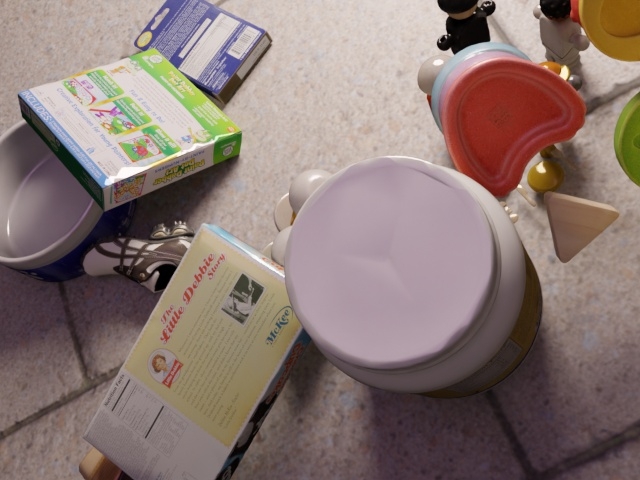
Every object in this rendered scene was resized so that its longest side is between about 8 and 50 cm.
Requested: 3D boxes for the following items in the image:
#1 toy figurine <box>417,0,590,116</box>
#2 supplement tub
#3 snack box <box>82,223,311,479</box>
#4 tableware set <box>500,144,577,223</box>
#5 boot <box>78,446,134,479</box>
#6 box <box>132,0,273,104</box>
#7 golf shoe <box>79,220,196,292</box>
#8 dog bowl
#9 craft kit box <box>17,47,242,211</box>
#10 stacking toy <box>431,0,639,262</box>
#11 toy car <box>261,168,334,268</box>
[{"bbox_3d":[0.244,-0.242,1.081,0.209,0.148,0.213,7,64,24],"label":"toy figurine"},{"bbox_3d":[0.114,0.052,0.905,0.240,0.331,0.241,-5,76,19],"label":"supplement tub"},{"bbox_3d":[-0.144,0.163,1.017,0.187,0.060,0.322,32,96,19],"label":"snack box"},{"bbox_3d":[0.259,-0.077,1.094,0.154,0.024,0.104,-40,57,4],"label":"tableware set"},{"bbox_3d":[-0.186,0.285,1.105,0.206,0.090,0.248,34,83,17],"label":"boot"},{"bbox_3d":[-0.203,-0.333,1.374,0.225,0.036,0.136,33,84,28],"label":"box"},{"bbox_3d":[-0.277,0.037,1.231,0.198,0.077,0.094,-15,65,17],"label":"golf shoe"},{"bbox_3d":[-0.436,-0.070,1.322,0.264,0.104,0.265,-8,66,19],"label":"dog bowl"},{"bbox_3d":[-0.292,-0.181,1.257,0.246,0.061,0.250,-29,59,-29],"label":"craft kit box"},{"bbox_3d":[0.299,-0.157,0.937,0.309,0.279,0.130,-34,19,12],"label":"stacking toy"},{"bbox_3d":[0.000,0.000,1.112,0.136,0.159,0.182,19,74,-10],"label":"toy car"}]
